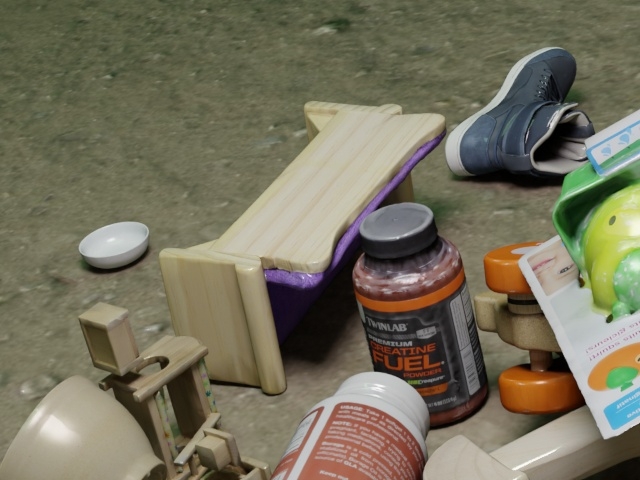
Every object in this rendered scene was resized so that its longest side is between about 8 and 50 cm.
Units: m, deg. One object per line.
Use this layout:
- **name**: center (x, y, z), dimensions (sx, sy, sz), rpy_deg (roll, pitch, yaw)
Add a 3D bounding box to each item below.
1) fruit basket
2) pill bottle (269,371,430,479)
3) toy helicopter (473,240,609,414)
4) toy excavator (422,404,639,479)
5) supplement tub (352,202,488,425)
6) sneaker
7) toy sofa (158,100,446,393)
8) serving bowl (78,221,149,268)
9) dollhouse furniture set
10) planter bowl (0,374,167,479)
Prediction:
- **fruit basket**: center (0.315, -0.009, 1.509), dimensions (0.327, 0.165, 0.353), rpy_deg (-29, 14, 7)
- **pill bottle**: center (0.023, 0.207, 1.691), dimensions (0.121, 0.121, 0.216), rpy_deg (-2, 29, 22)
- **toy helicopter**: center (0.256, 0.047, 1.865), dimensions (0.235, 0.140, 0.355), rpy_deg (-9, 9, -4)
- **toy excavator**: center (0.362, 0.137, 1.625), dimensions (0.445, 0.222, 0.433), rpy_deg (-4, 26, 49)
- **supplement tub**: center (0.089, 0.067, 1.846), dimensions (0.106, 0.198, 0.106), rpy_deg (-12, 26, 6)
- **sneaker**: center (0.268, -0.147, 2.281), dimensions (0.163, 0.086, 0.226), rpy_deg (0, 38, 48)
- **toy sofa**: center (0.000, 0.000, 2.073), dimensions (0.177, 0.150, 0.362), rpy_deg (6, 33, 25)
- **serving bowl**: center (-0.235, 0.010, 2.298), dimensions (0.083, 0.027, 0.083), rpy_deg (-10, 27, 5)
- **dollhouse furniture set**: center (-0.110, 0.137, 1.821), dimensions (0.161, 0.182, 0.101), rpy_deg (13, 37, 42)
- **planter bowl**: center (-0.206, 0.216, 1.772), dimensions (0.109, 0.162, 0.162), rpy_deg (28, 41, 15)
